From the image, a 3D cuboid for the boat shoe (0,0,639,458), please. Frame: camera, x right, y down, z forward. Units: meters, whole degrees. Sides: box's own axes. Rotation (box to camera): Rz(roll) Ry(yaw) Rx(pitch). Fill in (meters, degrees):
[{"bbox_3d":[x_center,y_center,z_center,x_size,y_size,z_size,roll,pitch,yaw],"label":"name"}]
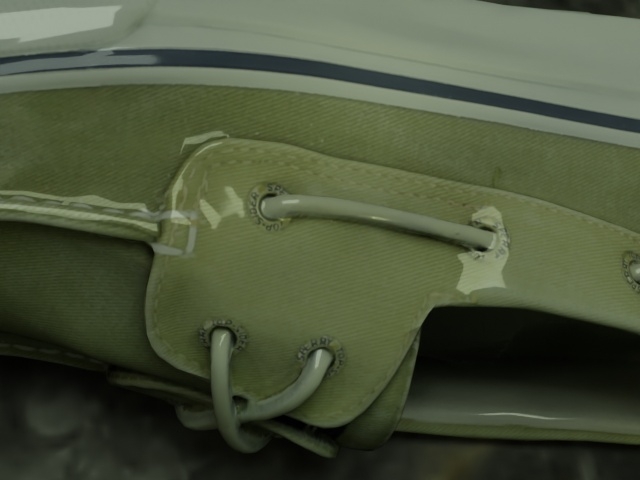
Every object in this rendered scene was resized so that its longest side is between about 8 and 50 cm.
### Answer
[{"bbox_3d":[0.000,0.000,0.365,0.302,0.109,0.094,0,61,-16],"label":"boat shoe"}]
